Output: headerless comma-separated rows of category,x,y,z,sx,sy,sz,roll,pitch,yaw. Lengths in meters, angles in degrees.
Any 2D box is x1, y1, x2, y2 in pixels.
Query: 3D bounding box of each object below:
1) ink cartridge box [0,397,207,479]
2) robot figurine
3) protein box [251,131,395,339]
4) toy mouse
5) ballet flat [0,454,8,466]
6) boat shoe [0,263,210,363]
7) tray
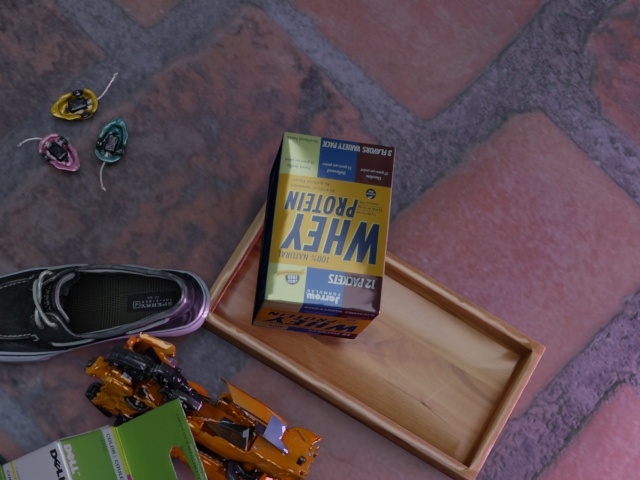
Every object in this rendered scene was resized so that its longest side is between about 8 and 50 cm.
ink cartridge box,-0.247,0.310,1.556,0.097,0.255,0.189,-9,75,-49
robot figurine,-0.153,0.215,1.628,0.291,0.211,0.085,33,57,-5
protein box,0.000,0.000,1.615,0.136,0.200,0.201,7,76,-6
toy mouse,-0.312,-0.126,1.762,0.161,0.031,0.143,-25,81,-12
ballet flat,-0.393,0.351,1.623,0.070,0.070,0.188,-17,80,-11
boat shoe,-0.308,0.073,1.642,0.335,0.119,0.121,-9,73,6
tray,0.063,0.123,1.736,0.411,0.076,0.203,31,75,1
